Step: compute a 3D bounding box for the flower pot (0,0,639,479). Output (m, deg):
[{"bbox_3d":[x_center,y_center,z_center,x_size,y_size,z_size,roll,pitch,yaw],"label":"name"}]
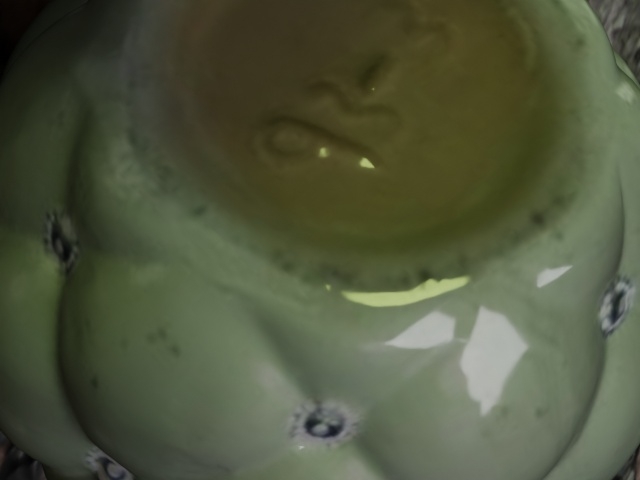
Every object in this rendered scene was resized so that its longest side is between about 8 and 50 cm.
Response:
[{"bbox_3d":[0.000,0.000,0.542,0.246,0.246,0.195,-44,164,-26],"label":"flower pot"}]
